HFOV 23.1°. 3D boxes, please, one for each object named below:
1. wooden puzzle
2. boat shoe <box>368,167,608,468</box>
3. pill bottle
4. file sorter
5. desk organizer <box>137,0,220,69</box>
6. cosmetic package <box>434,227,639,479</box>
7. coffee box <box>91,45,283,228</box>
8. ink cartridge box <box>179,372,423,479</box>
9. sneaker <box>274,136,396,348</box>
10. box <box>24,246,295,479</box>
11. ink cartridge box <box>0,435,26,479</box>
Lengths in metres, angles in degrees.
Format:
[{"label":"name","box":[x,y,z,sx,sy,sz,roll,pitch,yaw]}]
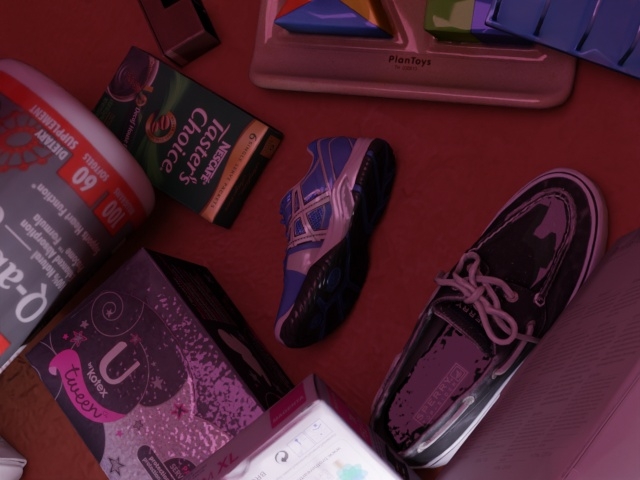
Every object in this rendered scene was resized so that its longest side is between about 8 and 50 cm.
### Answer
[{"label":"wooden puzzle","box":[0.094,-0.304,1.472,0.322,0.080,0.347,7,83,22]},{"label":"boat shoe","box":[0.140,0.065,1.373,0.113,0.105,0.306,41,96,22]},{"label":"pill bottle","box":[-0.345,0.023,1.462,0.210,0.210,0.363,36,76,23]},{"label":"file sorter","box":[0.242,-0.220,1.338,0.170,0.104,0.118,20,88,5]},{"label":"desk organizer","box":[-0.153,-0.243,1.575,0.050,0.047,0.130,-29,72,12]},{"label":"cosmetic package","box":[0.231,0.100,1.152,0.097,0.377,0.284,37,78,-1]},{"label":"coffee box","box":[-0.139,-0.103,1.546,0.184,0.040,0.113,34,93,23]},{"label":"ink cartridge box","box":[0.027,0.277,1.339,0.186,0.065,0.311,-40,109,11]},{"label":"sneaker","box":[0.000,0.000,1.462,0.081,0.080,0.211,15,77,29]},{"label":"box","box":[-0.125,0.154,1.440,0.163,0.142,0.247,-42,68,9]},{"label":"ink cartridge box","box":[-0.440,0.217,1.573,0.237,0.100,0.172,37,95,23]}]
